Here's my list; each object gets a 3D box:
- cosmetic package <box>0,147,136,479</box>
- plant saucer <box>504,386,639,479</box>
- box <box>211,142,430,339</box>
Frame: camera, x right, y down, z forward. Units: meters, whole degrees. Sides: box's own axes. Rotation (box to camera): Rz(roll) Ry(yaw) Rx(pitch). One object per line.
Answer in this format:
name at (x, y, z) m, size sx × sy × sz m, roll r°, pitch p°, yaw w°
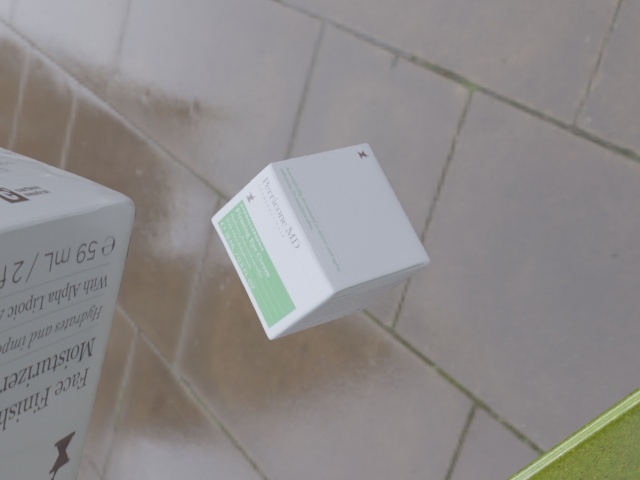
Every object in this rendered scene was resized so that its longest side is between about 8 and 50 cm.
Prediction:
cosmetic package at (-0.184, 0.056, 0.371) m, size 0.152 × 0.151 × 0.183 m, roll 20°, pitch 106°, yaw 17°
plant saucer at (0.145, 0.149, 0.535) m, size 0.045 × 0.188 × 0.188 m, roll 46°, pitch 114°, yaw -3°
box at (0.000, 0.000, 0.712) m, size 0.087 × 0.102 × 0.101 m, roll -38°, pitch 74°, yaw 45°
